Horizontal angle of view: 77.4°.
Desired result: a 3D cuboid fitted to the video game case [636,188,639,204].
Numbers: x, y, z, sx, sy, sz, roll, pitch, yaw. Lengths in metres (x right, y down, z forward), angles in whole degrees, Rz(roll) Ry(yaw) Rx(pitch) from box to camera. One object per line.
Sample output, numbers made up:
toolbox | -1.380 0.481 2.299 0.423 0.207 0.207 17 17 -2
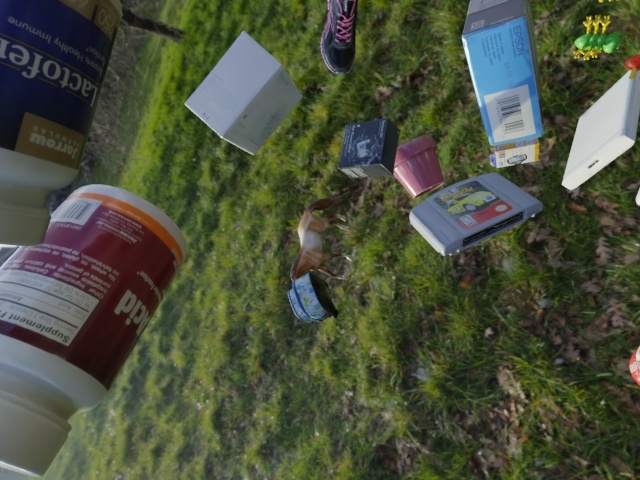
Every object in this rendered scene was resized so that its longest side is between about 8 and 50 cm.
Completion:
video game case | 0.597 -0.125 0.536 0.227 0.026 0.206 11 128 23

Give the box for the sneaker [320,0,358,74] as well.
sneaker | 0.027 -0.268 0.488 0.057 0.047 0.119 -131 42 -80

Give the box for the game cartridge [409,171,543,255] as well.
game cartridge | 0.403 -0.082 1.073 0.196 0.295 0.060 -123 11 -51

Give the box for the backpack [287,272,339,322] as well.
backpack | -0.023 0.134 0.912 0.104 0.084 0.114 67 -171 27

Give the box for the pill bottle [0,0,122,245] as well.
pill bottle | -0.300 -0.136 0.376 0.153 0.153 0.264 16 91 64

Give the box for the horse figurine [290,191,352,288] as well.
horse figurine | 0.000 0.000 1.059 0.066 0.175 0.262 157 116 -63

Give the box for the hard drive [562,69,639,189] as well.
hard drive | 0.883 -0.349 1.248 0.352 0.047 0.233 -57 -5 -29

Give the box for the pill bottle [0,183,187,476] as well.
pill bottle | -0.391 0.119 0.615 0.224 0.224 0.391 -55 14 50

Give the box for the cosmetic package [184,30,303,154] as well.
cosmetic package | -0.185 -0.367 1.041 0.224 0.138 0.224 -49 -7 8

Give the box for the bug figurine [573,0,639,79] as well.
bug figurine | 0.688 -0.484 0.853 0.217 0.072 0.278 23 107 32

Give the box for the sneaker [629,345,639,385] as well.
sneaker | 0.462 0.167 0.454 0.118 0.280 0.107 110 160 -44

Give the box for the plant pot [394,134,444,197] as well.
plant pot | 0.367 -0.267 1.508 0.180 0.202 0.201 65 150 7

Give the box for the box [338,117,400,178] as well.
box | 0.154 -0.289 1.266 0.159 0.093 0.155 2 77 37

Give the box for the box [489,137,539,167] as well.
box | 0.594 -0.267 1.228 0.136 0.081 0.028 -6 59 24

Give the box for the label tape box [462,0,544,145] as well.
label tape box | 0.385 -0.397 0.826 0.106 0.240 0.333 -7 45 32
